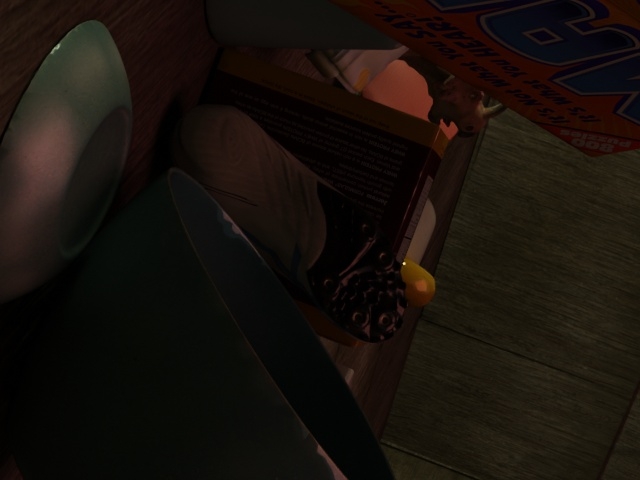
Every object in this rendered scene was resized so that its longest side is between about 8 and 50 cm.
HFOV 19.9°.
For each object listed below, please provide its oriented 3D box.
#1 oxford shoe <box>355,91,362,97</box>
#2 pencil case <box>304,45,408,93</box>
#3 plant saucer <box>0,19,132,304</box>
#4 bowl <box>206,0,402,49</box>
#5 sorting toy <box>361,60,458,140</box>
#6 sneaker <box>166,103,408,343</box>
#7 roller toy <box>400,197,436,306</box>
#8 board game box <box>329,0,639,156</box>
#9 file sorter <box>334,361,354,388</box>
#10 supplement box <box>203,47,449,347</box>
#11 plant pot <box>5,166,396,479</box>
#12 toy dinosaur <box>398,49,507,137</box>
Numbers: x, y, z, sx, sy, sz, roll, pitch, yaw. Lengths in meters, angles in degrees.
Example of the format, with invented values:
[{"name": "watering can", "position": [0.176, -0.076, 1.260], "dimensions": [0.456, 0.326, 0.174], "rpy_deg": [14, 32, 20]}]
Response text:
[{"name": "oxford shoe", "position": [0.099, -0.199, 2.221], "dimensions": [0.096, 0.083, 0.227], "rpy_deg": [93, 19, -51]}, {"name": "pencil case", "position": [0.103, -0.244, 1.621], "dimensions": [0.273, 0.113, 0.124], "rpy_deg": [-33, -142, 12]}, {"name": "plant saucer", "position": [-0.159, -0.043, 1.165], "dimensions": [0.195, 0.037, 0.195], "rpy_deg": [20, 90, -81]}, {"name": "bowl", "position": [0.044, -0.275, 1.448], "dimensions": [0.311, 0.163, 0.311], "rpy_deg": [22, 90, -80]}, {"name": "sorting toy", "position": [0.019, -0.046, 2.045], "dimensions": [0.365, 0.127, 0.126], "rpy_deg": [-55, -173, -21]}, {"name": "sneaker", "position": [-0.024, -0.012, 1.434], "dimensions": [0.085, 0.237, 0.086], "rpy_deg": [-45, 180, -19]}, {"name": "roller toy", "position": [0.000, 0.000, 1.702], "dimensions": [0.146, 0.209, 0.191], "rpy_deg": [-66, -169, -14]}, {"name": "board game box", "position": [0.233, -0.305, 1.221], "dimensions": [0.356, 0.356, 0.356], "rpy_deg": [26, 67, -39]}, {"name": "file sorter", "position": [-0.104, 0.207, 1.583], "dimensions": [0.278, 0.193, 0.173], "rpy_deg": [97, 19, -56]}, {"name": "supplement box", "position": [-0.018, -0.033, 1.534], "dimensions": [0.129, 0.191, 0.194], "rpy_deg": [15, 95, -82]}, {"name": "plant pot", "position": [-0.102, 0.121, 1.277], "dimensions": [0.195, 0.290, 0.290], "rpy_deg": [-33, 173, 6]}, {"name": "toy dinosaur", "position": [0.111, -0.233, 1.820], "dimensions": [0.296, 0.200, 0.127], "rpy_deg": [84, 29, -70]}]
